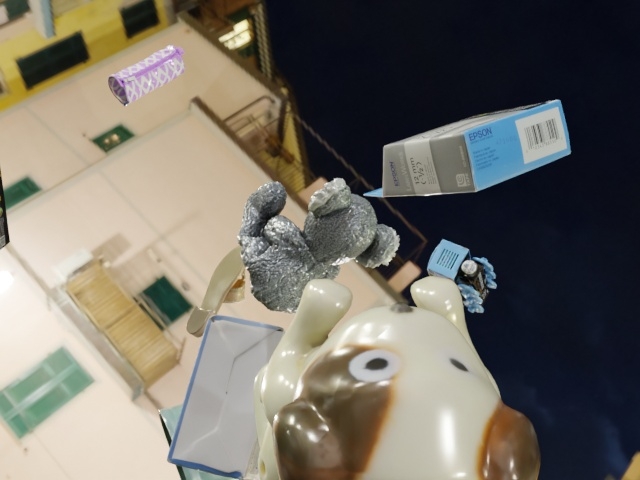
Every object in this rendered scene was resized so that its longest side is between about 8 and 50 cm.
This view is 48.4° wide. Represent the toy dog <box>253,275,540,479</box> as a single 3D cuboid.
[{"bbox_3d":[0.049,0.216,0.739,0.284,0.396,0.408,13,-28,1],"label":"toy dog"}]

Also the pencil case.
[{"bbox_3d":[-0.443,-0.425,1.819,0.086,0.206,0.088,47,-31,5],"label":"pencil case"}]

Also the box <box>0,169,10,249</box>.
[{"bbox_3d":[-0.463,-0.059,0.936,0.093,0.027,0.137,14,-58,8],"label":"box"}]

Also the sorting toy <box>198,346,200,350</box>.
[{"bbox_3d":[-0.291,0.283,1.844,0.075,0.044,0.083,-101,-165,-68],"label":"sorting toy"}]

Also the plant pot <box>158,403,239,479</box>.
[{"bbox_3d":[-0.241,0.501,1.685,0.293,0.196,0.293,54,-25,39],"label":"plant pot"}]

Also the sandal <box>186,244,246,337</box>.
[{"bbox_3d":[-0.214,0.126,1.641,0.088,0.240,0.079,15,-22,47],"label":"sandal"}]

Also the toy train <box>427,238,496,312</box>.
[{"bbox_3d":[0.259,0.068,1.301,0.105,0.080,0.184,26,-11,25],"label":"toy train"}]

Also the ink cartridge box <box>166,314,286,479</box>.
[{"bbox_3d":[-0.139,0.327,1.402,0.151,0.270,0.395,11,-18,12],"label":"ink cartridge box"}]

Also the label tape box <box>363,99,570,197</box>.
[{"bbox_3d":[0.263,-0.173,1.390,0.347,0.249,0.115,6,-66,59],"label":"label tape box"}]

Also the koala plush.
[{"bbox_3d":[0.000,0.000,1.129,0.221,0.203,0.196,-25,-58,30],"label":"koala plush"}]
